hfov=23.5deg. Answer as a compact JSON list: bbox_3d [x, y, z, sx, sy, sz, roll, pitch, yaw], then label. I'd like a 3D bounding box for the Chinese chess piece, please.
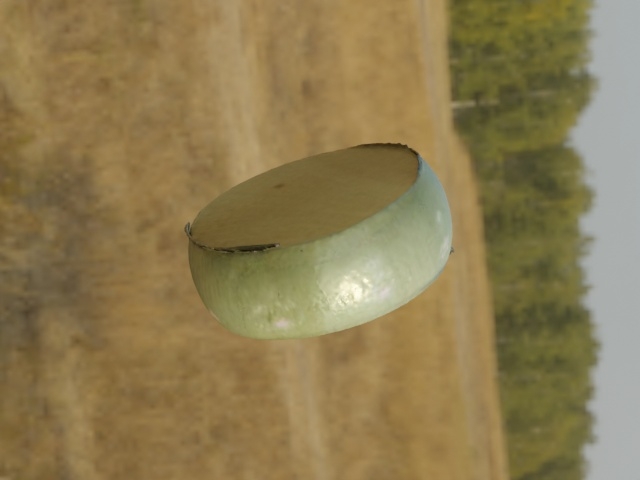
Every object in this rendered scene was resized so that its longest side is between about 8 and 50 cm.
[{"bbox_3d":[0.000,0.000,1.090,0.188,0.188,0.083,-79,153,-65],"label":"Chinese chess piece"}]
